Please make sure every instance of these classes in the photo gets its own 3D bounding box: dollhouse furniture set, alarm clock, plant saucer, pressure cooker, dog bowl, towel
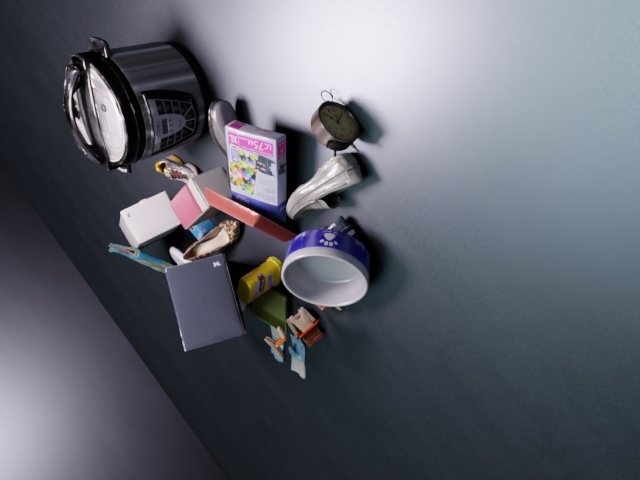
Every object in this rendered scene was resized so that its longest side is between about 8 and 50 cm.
[{"bbox_3d":[-0.046,0.305,1.601,0.135,0.262,0.259,50,172,4],"label":"dollhouse furniture set"},{"bbox_3d":[0.033,-0.318,1.218,0.064,0.129,0.192,-34,61,51],"label":"alarm clock"},{"bbox_3d":[-0.237,-0.076,1.540,0.259,0.258,0.048,26,88,29],"label":"plant saucer"},{"bbox_3d":[-0.195,0.258,1.842,0.188,0.045,0.188,24,129,32],"label":"plant saucer"},{"bbox_3d":[-0.636,-0.446,1.534,0.375,0.420,0.370,-24,97,47],"label":"pressure cooker"},{"bbox_3d":[0.019,0.088,1.399,0.264,0.104,0.265,7,140,6],"label":"dog bowl"},{"bbox_3d":[-0.754,0.111,2.108,0.271,0.040,0.370,7,161,42],"label":"towel"}]

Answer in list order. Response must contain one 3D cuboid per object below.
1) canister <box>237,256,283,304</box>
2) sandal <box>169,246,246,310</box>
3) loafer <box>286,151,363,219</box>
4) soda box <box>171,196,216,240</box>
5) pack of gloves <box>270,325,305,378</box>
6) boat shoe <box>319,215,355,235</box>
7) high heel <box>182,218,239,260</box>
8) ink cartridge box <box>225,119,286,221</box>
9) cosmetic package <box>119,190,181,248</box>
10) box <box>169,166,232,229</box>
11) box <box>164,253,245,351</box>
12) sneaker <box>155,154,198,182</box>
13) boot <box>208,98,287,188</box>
[{"bbox_3d":[-0.226,0.150,1.709,0.073,0.170,0.126,37,135,20],"label":"canister"},{"bbox_3d":[-0.484,0.158,2.020,0.416,0.102,0.169,41,153,-1],"label":"sandal"},{"bbox_3d":[0.004,-0.135,1.360,0.319,0.112,0.111,-38,78,48],"label":"loafer"},{"bbox_3d":[-0.534,-0.097,1.917,0.210,0.071,0.067,47,139,11],"label":"soda box"},{"bbox_3d":[-0.149,0.465,1.930,0.195,0.046,0.232,23,128,31],"label":"pack of gloves"},{"bbox_3d":[0.000,0.000,1.460,0.254,0.095,0.079,-30,95,47],"label":"boat shoe"},{"bbox_3d":[-0.426,0.006,1.793,0.261,0.186,0.093,-31,92,48],"label":"high heel"},{"bbox_3d":[-0.196,-0.200,1.428,0.185,0.065,0.311,20,133,22],"label":"ink cartridge box"},{"bbox_3d":[-0.735,-0.074,1.961,0.155,0.197,0.365,63,157,-7],"label":"cosmetic package"},{"bbox_3d":[-0.445,-0.158,1.738,0.232,0.148,0.127,-30,92,48],"label":"box"},{"bbox_3d":[-0.419,0.228,1.728,0.395,0.211,0.294,143,112,-78],"label":"box"},{"bbox_3d":[-0.567,-0.266,1.827,0.225,0.092,0.088,26,130,29],"label":"sneaker"},{"bbox_3d":[-0.220,-0.296,1.487,0.222,0.118,0.338,11,132,34],"label":"boot"}]
